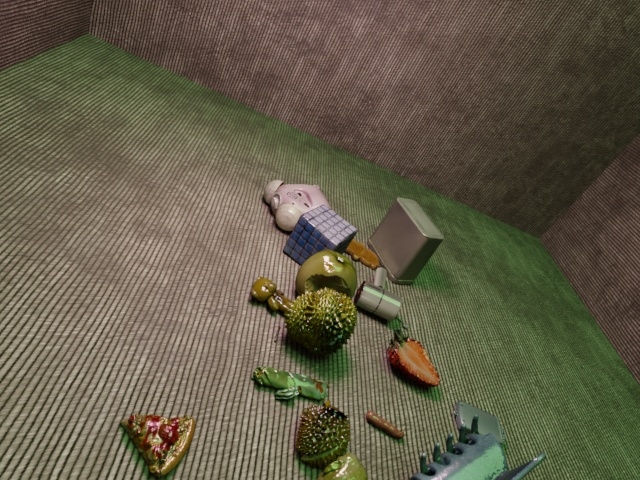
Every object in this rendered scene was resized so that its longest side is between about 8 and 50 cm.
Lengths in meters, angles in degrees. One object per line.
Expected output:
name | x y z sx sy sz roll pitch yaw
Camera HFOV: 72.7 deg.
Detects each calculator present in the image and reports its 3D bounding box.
calculator | 0.652 0.753 1.785 0.246 0.045 0.141 26 32 -6

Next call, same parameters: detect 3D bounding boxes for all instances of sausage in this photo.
sausage | 0.236 0.670 1.573 0.158 0.036 0.042 31 44 0

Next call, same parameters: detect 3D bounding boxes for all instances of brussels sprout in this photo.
brussels sprout | 0.069 0.724 1.268 0.183 0.131 0.145 -29 56 -34

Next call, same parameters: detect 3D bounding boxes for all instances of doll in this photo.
doll | -0.184 0.226 1.797 0.210 0.097 0.137 31 26 -8

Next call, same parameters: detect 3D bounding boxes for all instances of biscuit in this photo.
biscuit | 0.227 0.074 2.390 0.226 0.036 0.166 32 33 -3

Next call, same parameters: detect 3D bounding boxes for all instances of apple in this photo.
apple | 0.031 0.176 1.905 0.280 0.279 0.279 21 33 -15

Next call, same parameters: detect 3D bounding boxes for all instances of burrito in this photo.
burrito | -0.100 0.509 1.512 0.288 0.054 0.104 21 35 -17

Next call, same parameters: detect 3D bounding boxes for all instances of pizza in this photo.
pizza | -0.453 0.528 1.190 0.199 0.062 0.188 26 30 -4

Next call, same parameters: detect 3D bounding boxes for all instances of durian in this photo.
durian | 0.010 0.318 1.674 0.292 0.291 0.224 8 35 -31
durian | 0.026 0.599 1.407 0.194 0.137 0.237 25 32 -9

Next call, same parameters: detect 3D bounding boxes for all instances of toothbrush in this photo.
toothbrush | 0.355 0.358 2.119 0.017 0.014 0.194 -16 54 -46

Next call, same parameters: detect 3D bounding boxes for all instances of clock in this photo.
clock | -0.123 -0.185 2.350 0.326 0.183 0.342 1 37 -32

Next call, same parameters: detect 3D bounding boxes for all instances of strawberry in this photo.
strawberry | 0.376 0.514 1.848 0.286 0.106 0.188 51 40 8

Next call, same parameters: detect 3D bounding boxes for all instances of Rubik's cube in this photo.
Rubik's cube | 0.000 0.000 2.122 0.237 0.237 0.238 39 34 12

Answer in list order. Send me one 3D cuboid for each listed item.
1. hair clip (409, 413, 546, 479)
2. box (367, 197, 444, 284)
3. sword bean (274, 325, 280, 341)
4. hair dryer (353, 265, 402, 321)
hair clip | 0.473 0.757 1.382 0.319 0.391 0.238 -23 42 -23
box | 0.459 0.002 2.389 0.178 0.343 0.351 4 41 -32
sword bean | -0.168 0.363 1.693 0.012 0.012 0.083 26 33 -6
hair dryer | 0.292 0.228 2.141 0.203 0.128 0.362 25 31 -1
